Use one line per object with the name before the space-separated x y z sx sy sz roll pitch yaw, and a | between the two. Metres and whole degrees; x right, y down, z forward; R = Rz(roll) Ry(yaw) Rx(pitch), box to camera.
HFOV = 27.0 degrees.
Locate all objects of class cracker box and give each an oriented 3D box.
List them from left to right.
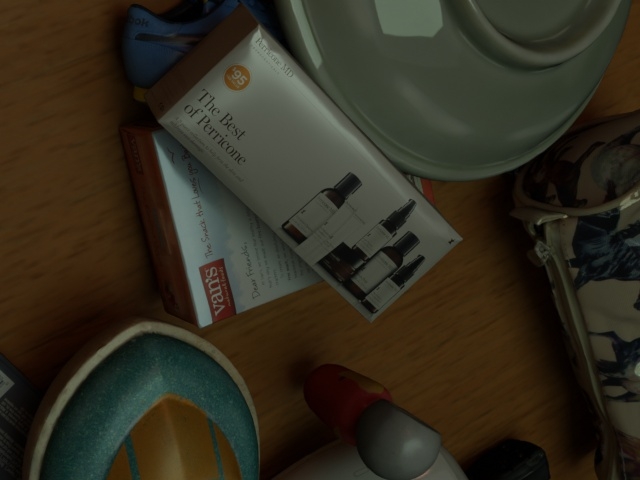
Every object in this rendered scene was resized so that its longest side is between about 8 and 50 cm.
cracker box | -0.027 -0.046 1.048 0.232 0.067 0.155 -21 109 -28

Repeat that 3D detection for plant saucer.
plant saucer | 0.141 -0.241 1.035 0.400 0.100 0.400 -7 101 -39

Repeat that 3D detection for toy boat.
toy boat | -0.068 0.172 1.026 0.318 0.148 0.267 -16 115 -27

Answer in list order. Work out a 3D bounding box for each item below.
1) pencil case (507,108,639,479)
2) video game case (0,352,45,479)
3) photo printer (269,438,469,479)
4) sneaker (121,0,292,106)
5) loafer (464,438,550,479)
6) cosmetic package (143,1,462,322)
pencil case | 0.298 0.080 1.272 0.184 0.160 0.410 -29 121 -12
video game case | -0.298 0.222 0.999 0.274 0.026 0.196 -45 126 -11
photo printer | 0.057 0.326 1.153 0.256 0.107 0.307 -33 91 -8
sneaker | -0.050 -0.158 1.001 0.209 0.069 0.082 -14 111 -30
loafer | 0.137 0.271 1.283 0.223 0.076 0.078 -26 111 -29
cosmetic package | -0.008 -0.051 0.966 0.099 0.060 0.239 -44 120 4
